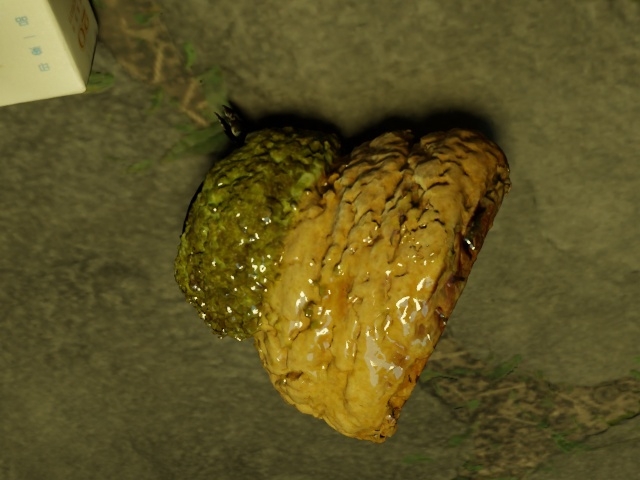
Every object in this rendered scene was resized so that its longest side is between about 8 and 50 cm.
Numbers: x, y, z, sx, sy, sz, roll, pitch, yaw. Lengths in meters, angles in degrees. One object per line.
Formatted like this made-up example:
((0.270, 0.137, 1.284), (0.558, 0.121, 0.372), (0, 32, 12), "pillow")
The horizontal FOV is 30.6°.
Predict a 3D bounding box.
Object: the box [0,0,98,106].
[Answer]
((-0.213, -0.164, 0.540), (0.149, 0.067, 0.233), (-8, 133, 10), "box")

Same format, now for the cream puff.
((0.000, 0.000, 0.656), (0.168, 0.183, 0.183), (25, 133, 8), "cream puff")
